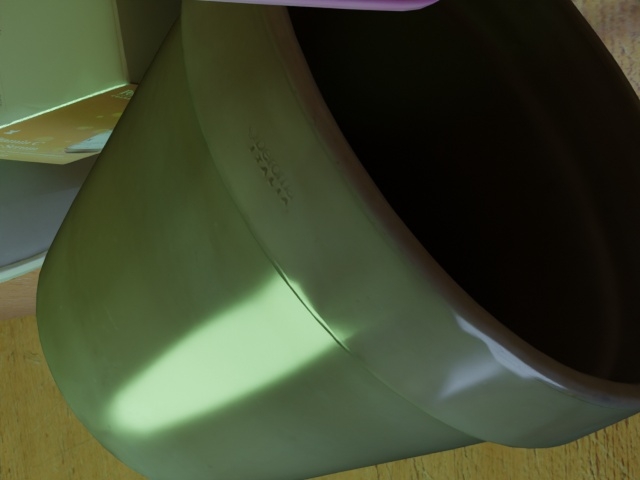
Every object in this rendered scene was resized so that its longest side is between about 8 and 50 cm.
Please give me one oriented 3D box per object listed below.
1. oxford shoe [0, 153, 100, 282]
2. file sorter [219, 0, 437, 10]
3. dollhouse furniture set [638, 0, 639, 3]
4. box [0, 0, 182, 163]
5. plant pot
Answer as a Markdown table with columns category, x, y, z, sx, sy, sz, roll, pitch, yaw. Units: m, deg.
| category | x | y | z | sx | sy | sz | roll | pitch | yaw |
| --- | --- | --- | --- | --- | --- | --- | --- | --- | --- |
| oxford shoe | -0.322 | -0.051 | 0.875 | 0.449 | 0.169 | 0.130 | -4 | 151 | -34 |
| file sorter | 0.042 | -0.168 | 0.224 | 0.202 | 0.182 | 0.290 | -5 | 172 | -38 |
| dollhouse furniture set | 0.293 | -0.076 | 1.056 | 0.259 | 0.262 | 0.135 | -12 | 170 | 28 |
| box | -0.150 | -0.113 | 0.816 | 0.170 | 0.091 | 0.130 | -13 | 172 | 32 |
| plant pot | 0.000 | 0.000 | 0.700 | 0.280 | 0.323 | 0.323 | -36 | 159 | 33 |
